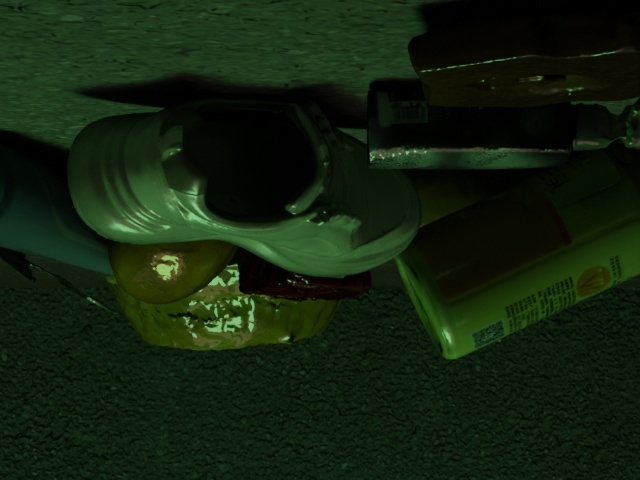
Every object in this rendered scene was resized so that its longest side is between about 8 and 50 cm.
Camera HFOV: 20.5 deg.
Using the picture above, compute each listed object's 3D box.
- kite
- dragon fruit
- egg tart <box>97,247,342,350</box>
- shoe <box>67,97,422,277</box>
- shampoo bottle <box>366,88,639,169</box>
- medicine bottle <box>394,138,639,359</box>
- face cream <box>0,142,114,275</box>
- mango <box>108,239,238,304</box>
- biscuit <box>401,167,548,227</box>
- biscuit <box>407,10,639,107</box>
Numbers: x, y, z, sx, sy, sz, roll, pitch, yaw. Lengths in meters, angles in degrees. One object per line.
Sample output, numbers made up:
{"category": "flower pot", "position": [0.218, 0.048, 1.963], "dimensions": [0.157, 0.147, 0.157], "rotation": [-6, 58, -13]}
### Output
{"category": "kite", "position": [-0.344, 0.023, 2.083], "dimensions": [0.250, 0.012, 0.229], "rotation": [33, -176, -15]}
{"category": "dragon fruit", "position": [0.000, -0.002, 1.741], "dimensions": [0.161, 0.121, 0.127], "rotation": [9, 171, -35]}
{"category": "egg tart", "position": [-0.107, 0.042, 2.115], "dimensions": [0.387, 0.169, 0.388], "rotation": [-2, 179, 0]}
{"category": "shoe", "position": [-0.022, -0.049, 1.339], "dimensions": [0.316, 0.124, 0.159], "rotation": [3, 166, -35]}
{"category": "shampoo bottle", "position": [0.136, -0.082, 1.271], "dimensions": [0.207, 0.057, 0.063], "rotation": [-2, 167, -3]}
{"category": "medicine bottle", "position": [0.188, 0.003, 1.506], "dimensions": [0.238, 0.124, 0.124], "rotation": [-26, 177, -5]}
{"category": "face cream", "position": [-0.267, -0.034, 1.584], "dimensions": [0.086, 0.135, 0.385], "rotation": [-40, 164, 8]}
{"category": "mango", "position": [-0.135, -0.006, 1.681], "dimensions": [0.109, 0.147, 0.227], "rotation": [33, 175, 5]}
{"category": "biscuit", "position": [0.178, -0.023, 1.706], "dimensions": [0.296, 0.102, 0.296], "rotation": [-2, 176, 0]}
{"category": "biscuit", "position": [0.164, -0.112, 1.065], "dimensions": [0.215, 0.034, 0.182], "rotation": [-3, 175, 7]}
